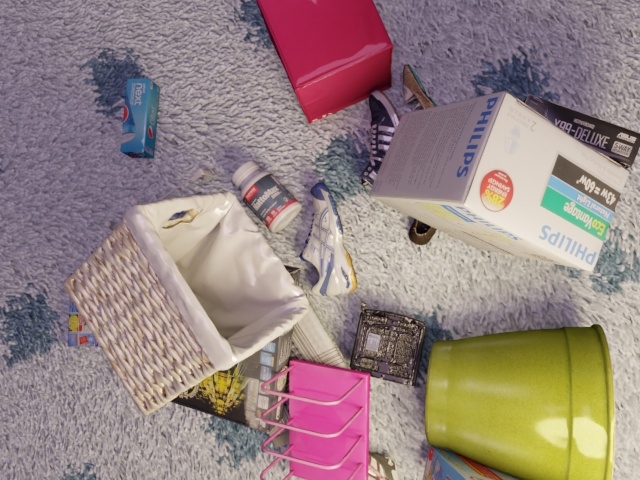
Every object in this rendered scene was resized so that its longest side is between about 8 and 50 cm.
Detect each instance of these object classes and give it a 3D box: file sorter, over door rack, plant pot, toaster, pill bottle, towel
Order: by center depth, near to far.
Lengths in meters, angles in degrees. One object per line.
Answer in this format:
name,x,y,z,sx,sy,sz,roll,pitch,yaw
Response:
file sorter,-0.019,0.443,1.158,0.202,0.182,0.291,4,97,27
plant pot,0.421,0.356,1.165,0.353,0.366,0.367,2,84,20
toaster,0.166,0.253,1.300,0.168,0.110,0.186,11,86,7
towel,-0.078,0.329,1.300,0.312,0.056,0.324,-34,82,23
pill bottle,-0.146,-0.118,1.377,0.108,0.108,0.180,-44,81,1
over door rack,-0.393,-0.024,1.398,0.324,0.108,0.239,-29,83,3

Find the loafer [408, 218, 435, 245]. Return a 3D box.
loafer,0.298,-0.089,1.333,0.080,0.078,0.220,25,88,9

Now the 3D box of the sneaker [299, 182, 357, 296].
sneaker,0.000,0.000,1.345,0.131,0.112,0.296,-15,82,6

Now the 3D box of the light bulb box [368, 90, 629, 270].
light bulb box,0.363,-0.119,1.125,0.358,0.361,0.225,23,88,-23

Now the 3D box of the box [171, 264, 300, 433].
box,-0.227,0.233,1.279,0.318,0.097,0.395,11,101,17

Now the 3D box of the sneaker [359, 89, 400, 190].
sneaker,0.148,-0.240,1.357,0.153,0.099,0.282,-24,85,2

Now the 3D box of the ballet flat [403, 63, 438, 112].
ballet flat,0.259,-0.367,1.373,0.067,0.073,0.206,-35,77,17

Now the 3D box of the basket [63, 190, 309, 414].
basket,-0.256,0.113,1.056,0.266,0.328,0.331,-38,84,24

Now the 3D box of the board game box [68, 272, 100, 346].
board game box,-0.620,0.189,1.440,0.136,0.035,0.201,-1,84,7

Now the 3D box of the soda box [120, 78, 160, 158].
soda box,-0.503,-0.340,1.462,0.071,0.067,0.210,3,84,7

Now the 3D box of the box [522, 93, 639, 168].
box,0.539,-0.207,1.200,0.242,0.307,0.077,23,87,10

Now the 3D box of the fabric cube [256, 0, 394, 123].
fabric cube,0.017,-0.493,1.317,0.254,0.259,0.258,-22,83,3

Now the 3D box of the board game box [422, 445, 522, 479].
board game box,0.392,0.535,1.064,0.302,0.308,0.086,16,80,1

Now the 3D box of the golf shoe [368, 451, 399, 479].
golf shoe,0.115,0.556,1.295,0.120,0.105,0.273,-36,86,-15
